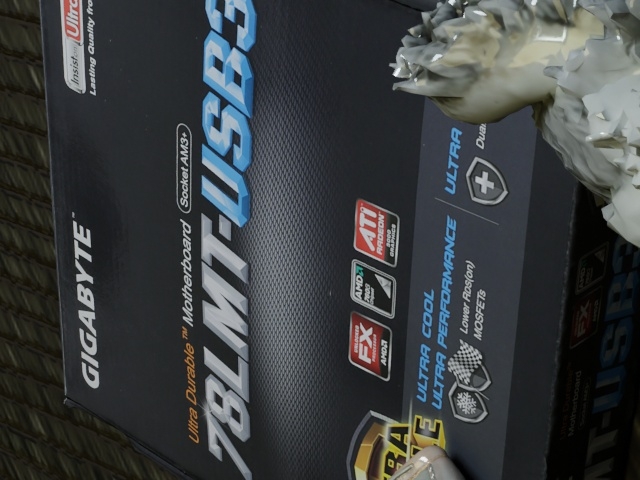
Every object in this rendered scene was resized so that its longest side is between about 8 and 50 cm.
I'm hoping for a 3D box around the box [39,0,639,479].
[{"bbox_3d":[0.000,0.000,0.819,0.293,0.073,0.295,26,128,34],"label":"box"}]

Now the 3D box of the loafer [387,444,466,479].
[{"bbox_3d":[0.020,0.122,0.784,0.125,0.045,0.039,-38,66,43],"label":"loafer"}]

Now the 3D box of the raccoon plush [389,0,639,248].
[{"bbox_3d":[0.194,-0.151,0.456,0.299,0.216,0.446,29,115,39],"label":"raccoon plush"}]
